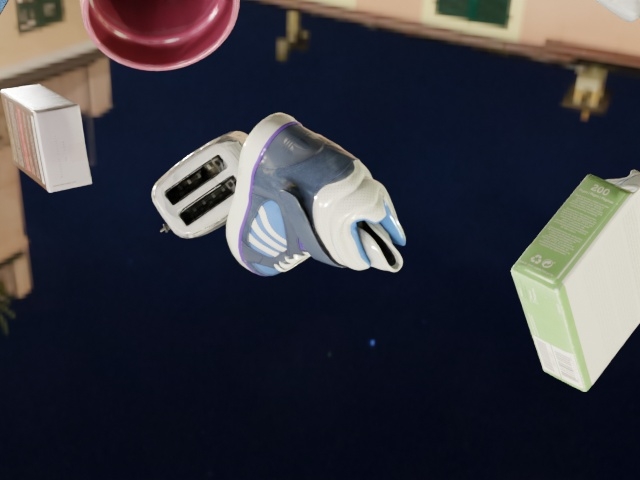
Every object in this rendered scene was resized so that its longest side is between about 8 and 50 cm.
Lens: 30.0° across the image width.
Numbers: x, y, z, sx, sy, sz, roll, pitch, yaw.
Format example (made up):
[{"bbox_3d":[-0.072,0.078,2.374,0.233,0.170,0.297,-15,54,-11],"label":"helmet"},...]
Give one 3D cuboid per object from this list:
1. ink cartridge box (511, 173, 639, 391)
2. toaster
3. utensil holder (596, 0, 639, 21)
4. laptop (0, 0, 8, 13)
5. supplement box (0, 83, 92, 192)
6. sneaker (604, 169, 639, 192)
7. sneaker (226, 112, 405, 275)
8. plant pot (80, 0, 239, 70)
[{"bbox_3d":[0.277,0.002,1.082,0.056,0.171,0.235,27,-113,37],"label":"ink cartridge box"},{"bbox_3d":[-0.185,-0.085,1.948,0.227,0.129,0.146,-33,-178,3],"label":"toaster"},{"bbox_3d":[0.326,-0.506,1.470,0.385,0.327,0.327,36,-140,0],"label":"utensil holder"},{"bbox_3d":[-0.404,-0.136,1.142,0.236,0.382,0.408,22,-159,-36],"label":"laptop"},{"bbox_3d":[-0.440,-0.167,1.899,0.073,0.130,0.239,-15,-159,-24],"label":"supplement box"},{"bbox_3d":[0.420,-0.046,1.777,0.191,0.071,0.083,-26,-131,-16],"label":"sneaker"},{"bbox_3d":[0.000,-0.001,1.580,0.236,0.323,0.130,40,-120,21],"label":"sneaker"},{"bbox_3d":[-0.215,-0.354,1.547,0.201,0.201,0.180,-5,-130,-11],"label":"plant pot"}]
